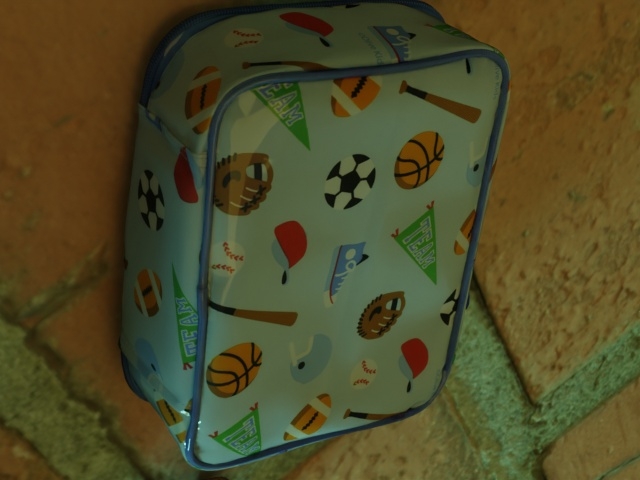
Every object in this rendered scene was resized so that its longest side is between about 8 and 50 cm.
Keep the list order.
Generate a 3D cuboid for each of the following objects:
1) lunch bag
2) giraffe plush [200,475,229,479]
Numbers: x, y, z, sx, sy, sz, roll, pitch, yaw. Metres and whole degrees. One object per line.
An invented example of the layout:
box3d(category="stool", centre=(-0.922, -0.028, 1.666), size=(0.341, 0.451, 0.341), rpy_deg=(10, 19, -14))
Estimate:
box3d(category="lunch bag", centre=(0.000, 0.000, 0.771), size=(0.243, 0.115, 0.303), rpy_deg=(-12, 126, -32))
box3d(category="giraffe plush", centre=(-0.096, 0.310, 0.896), size=(0.171, 0.181, 0.210), rpy_deg=(-28, 117, -1))
